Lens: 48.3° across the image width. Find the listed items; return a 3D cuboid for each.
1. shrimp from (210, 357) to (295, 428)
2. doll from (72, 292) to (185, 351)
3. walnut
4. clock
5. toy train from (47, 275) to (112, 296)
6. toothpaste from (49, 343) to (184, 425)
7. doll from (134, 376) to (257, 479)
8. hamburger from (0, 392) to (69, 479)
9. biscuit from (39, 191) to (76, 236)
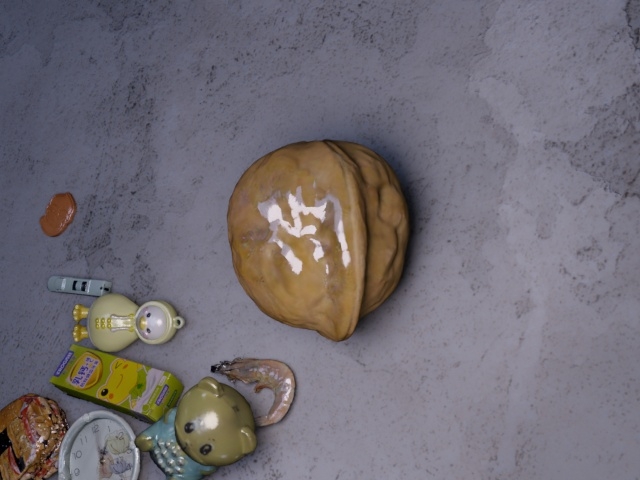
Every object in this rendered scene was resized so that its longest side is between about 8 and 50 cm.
[{"bbox_3d":[-0.153,0.329,1.553,0.219,0.046,0.152,5,78,27],"label":"shrimp"},{"bbox_3d":[-0.456,0.193,1.693,0.296,0.117,0.141,-5,79,26],"label":"doll"},{"bbox_3d":[-0.009,-0.012,1.394,0.384,0.383,0.383,-6,76,26],"label":"walnut"},{"bbox_3d":[-0.513,0.522,1.684,0.236,0.053,0.236,-6,74,23],"label":"clock"},{"bbox_3d":[-0.630,0.118,1.839,0.207,0.047,0.043,3,79,26],"label":"toy train"},{"bbox_3d":[-0.479,0.338,1.675,0.327,0.077,0.110,10,59,28],"label":"toothpaste"},{"bbox_3d":[-0.245,0.401,1.482,0.177,0.161,0.261,54,130,8],"label":"doll"},{"bbox_3d":[-0.727,0.493,1.775,0.231,0.107,0.231,-10,71,32],"label":"hamburger"},{"bbox_3d":[-0.713,-0.072,1.939,0.102,0.019,0.130,39,97,27],"label":"biscuit"}]
